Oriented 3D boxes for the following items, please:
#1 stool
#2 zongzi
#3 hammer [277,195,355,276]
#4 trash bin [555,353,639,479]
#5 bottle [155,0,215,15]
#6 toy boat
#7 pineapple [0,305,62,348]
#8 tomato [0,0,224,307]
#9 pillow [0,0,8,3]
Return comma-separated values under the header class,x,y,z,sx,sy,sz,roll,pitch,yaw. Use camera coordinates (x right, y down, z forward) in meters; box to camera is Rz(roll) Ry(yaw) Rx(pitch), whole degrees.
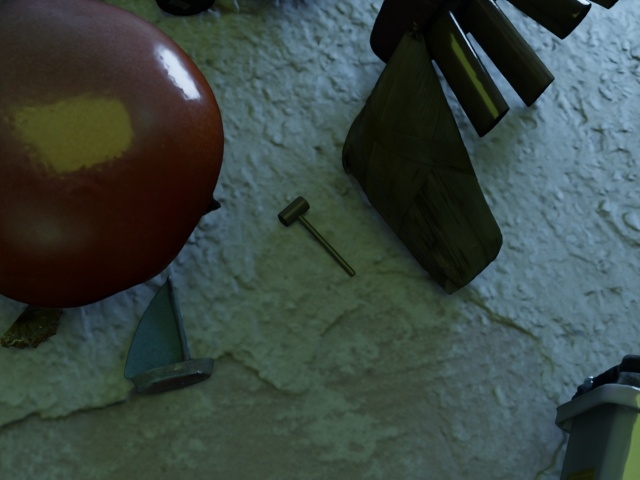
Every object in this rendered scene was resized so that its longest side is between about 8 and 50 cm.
class,x,y,z,sx,sy,sz,roll,pitch,yaw
stool,0.203,-0.263,1.321,0.178,0.272,0.272,44,72,9
zongzi,0.130,-0.085,1.258,0.115,0.256,0.228,-30,74,-26
hammer,0.000,0.000,1.340,0.035,0.019,0.110,-40,83,-17
trash bin,0.348,0.326,1.130,0.295,0.256,0.368,21,75,1
bottle,-0.168,-0.399,1.445,0.082,0.072,0.245,-19,65,31
toy boat,-0.173,0.103,1.280,0.096,0.034,0.122,-13,62,-10
pineapple,-0.307,0.090,1.274,0.045,0.019,0.083,36,67,12
tomato,-0.261,-0.095,1.193,0.321,0.321,0.322,2,69,-4
pillow,-0.324,-0.349,1.427,0.229,0.050,0.148,-16,76,-14
